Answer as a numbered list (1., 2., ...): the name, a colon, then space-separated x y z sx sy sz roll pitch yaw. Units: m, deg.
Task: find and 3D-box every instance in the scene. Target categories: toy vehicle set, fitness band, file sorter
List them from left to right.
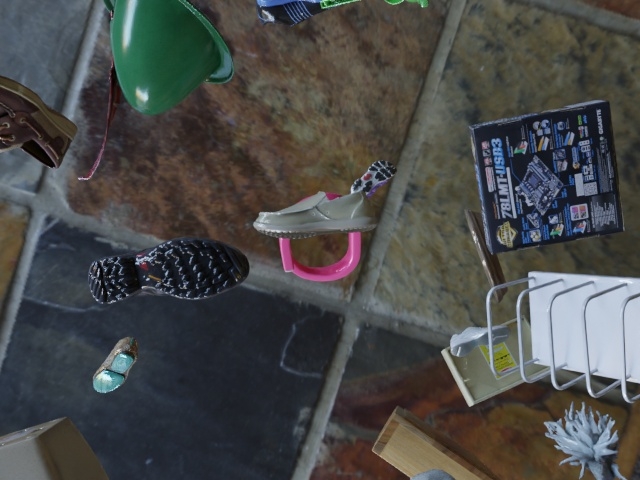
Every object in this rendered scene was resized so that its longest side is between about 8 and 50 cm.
1. fitness band: 0.000 0.000 1.645 0.208 0.054 0.291 -6 135 -2
2. toy vehicle set: 0.490 0.330 1.791 0.266 0.035 0.166 -19 70 -14
3. file sorter: 0.472 0.172 1.192 0.173 0.277 0.193 -10 97 -39

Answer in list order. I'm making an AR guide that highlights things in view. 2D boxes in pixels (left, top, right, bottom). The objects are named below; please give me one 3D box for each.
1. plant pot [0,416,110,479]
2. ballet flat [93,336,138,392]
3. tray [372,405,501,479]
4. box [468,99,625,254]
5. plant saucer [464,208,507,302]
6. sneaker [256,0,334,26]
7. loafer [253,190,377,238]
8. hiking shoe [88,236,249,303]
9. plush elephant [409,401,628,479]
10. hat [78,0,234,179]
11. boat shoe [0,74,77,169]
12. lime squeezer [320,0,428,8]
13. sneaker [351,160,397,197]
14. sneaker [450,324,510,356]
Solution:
1. plant pot: -0.242 0.208 0.533 0.109 0.109 0.096 -17 88 -3
2. ballet flat: -0.492 0.300 1.574 0.073 0.067 0.206 30 129 -22
3. tray: 0.204 0.382 1.148 0.202 0.411 0.076 32 84 13
4. box: 0.499 -0.137 1.435 0.293 0.073 0.296 -11 102 9
5. plant saucer: 0.467 0.038 1.814 0.041 0.278 0.278 -19 93 12
6. sneaker: -0.056 -0.622 1.725 0.232 0.090 0.081 -1 52 2
7. loafer: -0.012 -0.058 1.406 0.268 0.102 0.092 -3 81 2
8. hiking shoe: -0.198 0.035 0.895 0.226 0.114 0.086 -4 97 13
9. plush elephant: 0.178 0.331 0.607 0.255 0.272 0.330 -3 77 -10
10. hat: -0.214 -0.165 0.734 0.173 0.208 0.184 23 73 20
11. boat shoe: -0.609 -0.230 1.264 0.123 0.342 0.123 11 80 13
12. lime squeezer: 0.117 -0.411 1.052 0.109 0.310 0.059 -14 114 -24
13. sneaker: 0.152 -0.173 1.914 0.170 0.071 0.068 -37 71 -17
14. sneaker: 0.391 0.233 1.597 0.152 0.061 0.054 -20 119 13
